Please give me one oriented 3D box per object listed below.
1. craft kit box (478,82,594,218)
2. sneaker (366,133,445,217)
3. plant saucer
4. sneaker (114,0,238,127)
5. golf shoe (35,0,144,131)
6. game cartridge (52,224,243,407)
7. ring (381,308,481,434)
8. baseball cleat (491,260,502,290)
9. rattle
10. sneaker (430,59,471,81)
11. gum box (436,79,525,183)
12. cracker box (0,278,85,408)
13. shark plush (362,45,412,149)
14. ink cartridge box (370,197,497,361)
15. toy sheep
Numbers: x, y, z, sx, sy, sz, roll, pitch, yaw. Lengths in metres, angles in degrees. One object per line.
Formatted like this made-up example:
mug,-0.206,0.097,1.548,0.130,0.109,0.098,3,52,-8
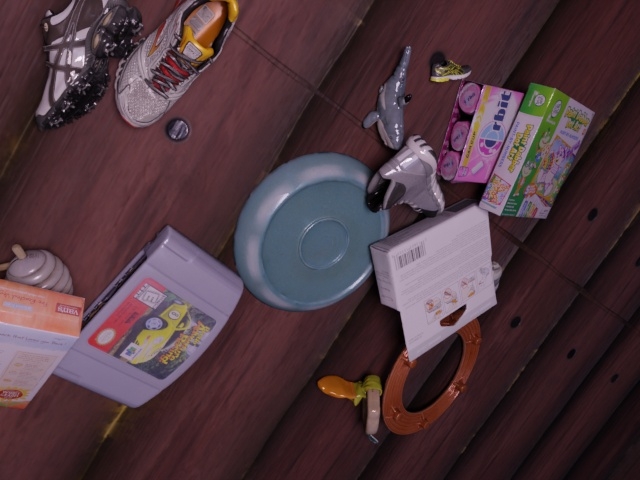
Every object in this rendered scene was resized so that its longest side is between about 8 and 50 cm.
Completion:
craft kit box,0.442,-0.167,1.019,0.249,0.061,0.247,-2,113,-47
sneaker,0.144,-0.084,0.905,0.132,0.086,0.229,-36,147,-1
plant saucer,0.000,0.000,0.914,0.317,0.043,0.318,-12,119,-22
sneaker,-0.190,-0.245,0.658,0.088,0.093,0.225,32,97,-36
golf shoe,-0.308,-0.228,0.627,0.094,0.077,0.198,41,104,-5
game cartridge,-0.273,0.138,0.830,0.294,0.060,0.196,-48,130,0
ring,0.274,0.316,1.185,0.336,0.032,0.337,-18,122,-32
baseball cleat,0.326,0.119,1.129,0.205,0.072,0.110,-17,120,-19
rattle,0.068,0.383,1.126,0.142,0.130,0.200,-10,145,-12
sneaker,0.233,-0.304,0.894,0.083,0.031,0.035,-19,121,-19
gum box,0.300,-0.199,0.962,0.107,0.062,0.189,0,114,-29
cracker box,-0.439,0.143,0.676,0.155,0.067,0.232,22,130,-34
shark plush,0.137,-0.238,0.852,0.073,0.067,0.161,12,108,-32
ink cartridge box,0.238,0.072,1.013,0.275,0.060,0.239,-25,114,-28
toy sheep,-0.396,0.056,0.703,0.091,0.091,0.132,-24,141,-16
